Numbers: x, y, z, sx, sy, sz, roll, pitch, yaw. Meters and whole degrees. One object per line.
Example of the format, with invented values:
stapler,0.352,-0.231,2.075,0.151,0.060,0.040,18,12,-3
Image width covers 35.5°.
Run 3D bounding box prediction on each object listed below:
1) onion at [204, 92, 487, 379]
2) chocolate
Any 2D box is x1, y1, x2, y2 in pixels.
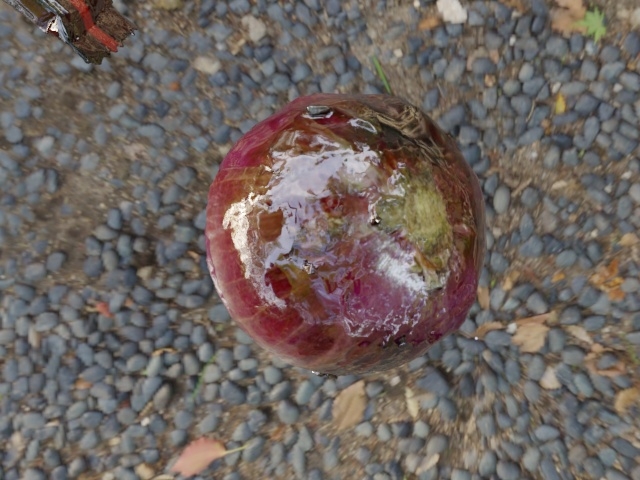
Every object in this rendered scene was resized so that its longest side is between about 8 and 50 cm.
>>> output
onion,0.000,0.000,1.191,0.348,0.385,0.347,9,74,-34
chocolate,-0.195,-0.181,0.625,0.182,0.086,0.028,38,120,-6
